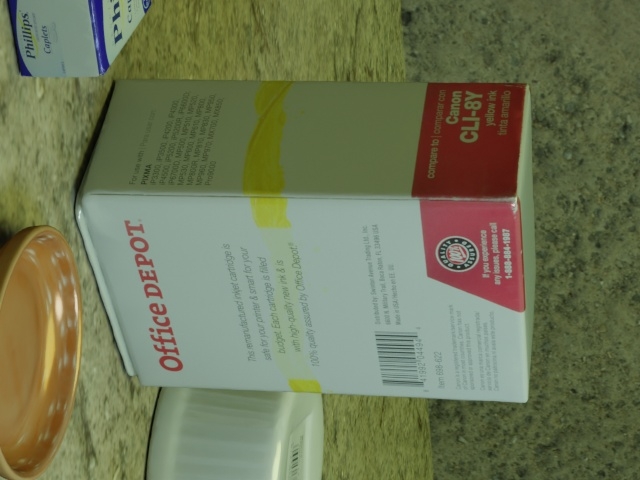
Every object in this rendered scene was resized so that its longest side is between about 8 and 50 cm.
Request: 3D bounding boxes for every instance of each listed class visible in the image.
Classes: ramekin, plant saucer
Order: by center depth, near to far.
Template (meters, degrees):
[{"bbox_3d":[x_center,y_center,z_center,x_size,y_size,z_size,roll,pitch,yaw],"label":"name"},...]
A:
[{"bbox_3d":[-0.233,0.087,1.376,0.200,0.037,0.200,4,90,-79],"label":"plant saucer"},{"bbox_3d":[-0.085,0.247,1.906,0.277,0.135,0.277,4,90,-78],"label":"ramekin"}]

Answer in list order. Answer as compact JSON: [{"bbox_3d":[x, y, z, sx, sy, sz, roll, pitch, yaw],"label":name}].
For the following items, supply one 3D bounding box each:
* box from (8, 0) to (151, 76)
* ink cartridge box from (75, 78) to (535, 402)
[{"bbox_3d":[-0.191,-0.213,1.398,0.137,0.072,0.126,-68,158,-54],"label":"box"},{"bbox_3d":[0.000,0.000,1.630,0.279,0.384,0.160,81,14,-48],"label":"ink cartridge box"}]
